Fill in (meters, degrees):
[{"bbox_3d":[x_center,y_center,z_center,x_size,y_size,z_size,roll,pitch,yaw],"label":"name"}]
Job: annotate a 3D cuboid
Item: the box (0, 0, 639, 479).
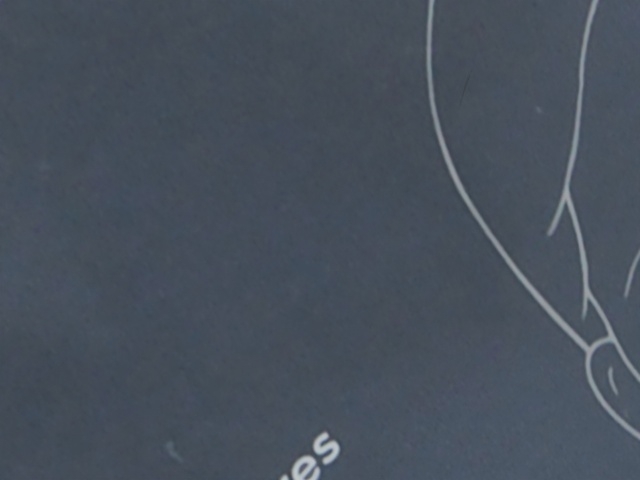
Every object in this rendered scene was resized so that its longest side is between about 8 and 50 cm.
[{"bbox_3d":[0.000,0.000,0.633,0.480,0.472,0.297,-46,31,-15],"label":"box"}]
